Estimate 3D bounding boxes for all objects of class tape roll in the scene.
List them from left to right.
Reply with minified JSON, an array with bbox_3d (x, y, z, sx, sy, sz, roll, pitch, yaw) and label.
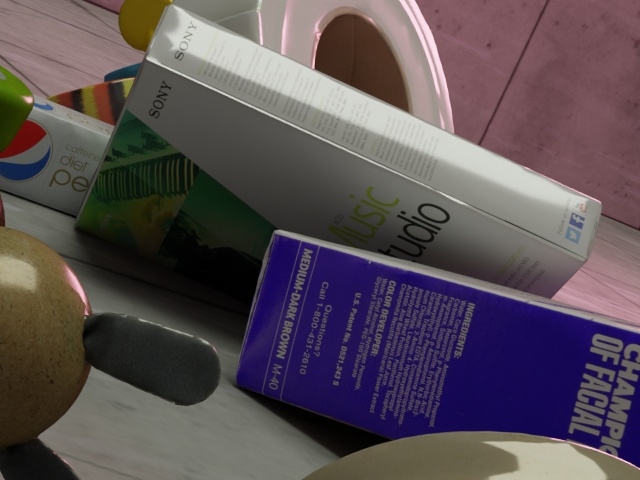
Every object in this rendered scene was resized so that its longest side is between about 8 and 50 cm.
[{"bbox_3d":[-0.005,-0.104,1.483,0.100,0.286,0.286,-11,-14,33],"label":"tape roll"}]

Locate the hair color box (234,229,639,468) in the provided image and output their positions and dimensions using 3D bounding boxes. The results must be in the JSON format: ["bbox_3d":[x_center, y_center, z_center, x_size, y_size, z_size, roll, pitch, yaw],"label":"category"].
[{"bbox_3d":[0.139,0.089,1.094,0.338,0.110,0.185,14,0,37],"label":"hair color box"}]

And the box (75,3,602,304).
[{"bbox_3d":[0.003,-0.017,1.297,0.322,0.058,0.232,25,-34,-5],"label":"box"}]

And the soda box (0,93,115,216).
[{"bbox_3d":[-0.208,-0.068,1.410,0.216,0.069,0.074,20,9,-28],"label":"soda box"}]

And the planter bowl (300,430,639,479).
[{"bbox_3d":[0.048,0.151,0.543,0.162,0.162,0.109,23,34,-14],"label":"planter bowl"}]

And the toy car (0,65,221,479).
[{"bbox_3d":[-0.136,0.032,0.743,0.188,0.155,0.149,36,10,8],"label":"toy car"}]

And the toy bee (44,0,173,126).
[{"bbox_3d":[-0.108,-0.127,1.580,0.195,0.162,0.298,62,37,-15],"label":"toy bee"}]
